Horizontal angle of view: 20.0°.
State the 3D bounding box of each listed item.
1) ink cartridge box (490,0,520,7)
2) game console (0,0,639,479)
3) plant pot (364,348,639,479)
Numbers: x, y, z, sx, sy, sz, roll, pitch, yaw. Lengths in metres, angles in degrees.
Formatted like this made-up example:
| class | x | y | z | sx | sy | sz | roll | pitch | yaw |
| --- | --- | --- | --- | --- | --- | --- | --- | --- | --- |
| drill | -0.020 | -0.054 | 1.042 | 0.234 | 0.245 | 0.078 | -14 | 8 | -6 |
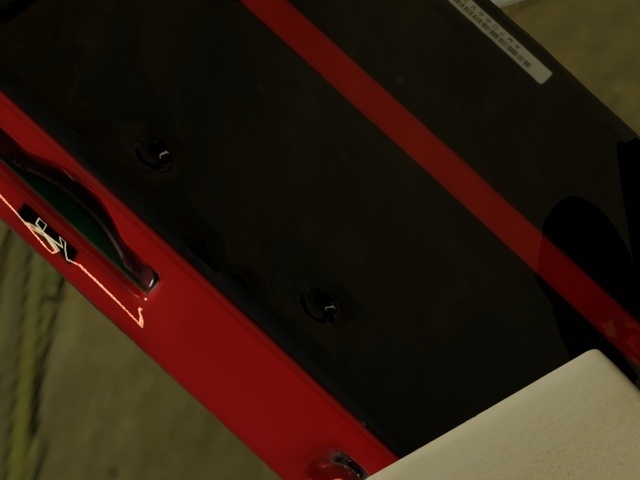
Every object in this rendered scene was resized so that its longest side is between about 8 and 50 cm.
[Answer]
| class | x | y | z | sx | sy | sz | roll | pitch | yaw |
| --- | --- | --- | --- | --- | --- | --- | --- | --- | --- |
| ink cartridge box | 0.171 | -0.234 | 1.297 | 0.154 | 0.093 | 0.212 | -16 | 12 | 26 |
| game console | 0.008 | -0.045 | 0.871 | 0.060 | 0.386 | 0.342 | -49 | -2 | 38 |
| plant pot | 0.088 | 0.122 | 0.613 | 0.096 | 0.109 | 0.109 | 37 | 145 | 46 |
